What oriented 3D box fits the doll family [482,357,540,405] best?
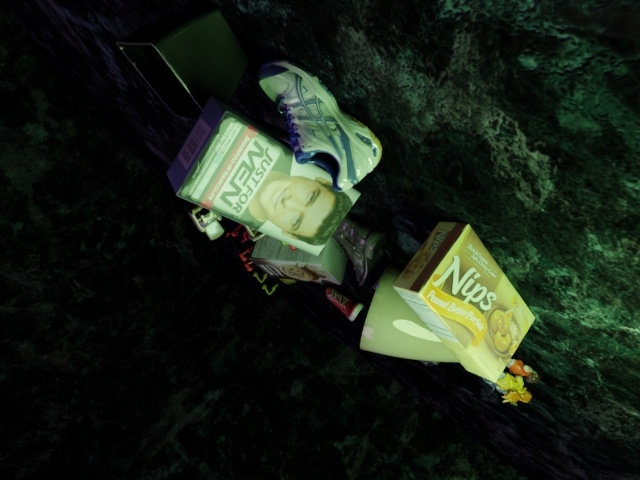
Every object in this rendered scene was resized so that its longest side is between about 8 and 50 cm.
[{"bbox_3d":[0.541,0.420,1.327,0.163,0.118,0.263,37,164,8],"label":"doll family"}]

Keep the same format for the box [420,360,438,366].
[{"bbox_3d":[0.381,0.399,1.714,0.180,0.077,0.147,37,164,12],"label":"box"}]

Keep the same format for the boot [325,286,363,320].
[{"bbox_3d":[0.100,0.281,2.029,0.176,0.088,0.244,41,168,1],"label":"boot"}]

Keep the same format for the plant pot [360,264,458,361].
[{"bbox_3d":[0.283,0.230,1.241,0.274,0.257,0.256,18,158,16],"label":"plant pot"}]

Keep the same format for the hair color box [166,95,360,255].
[{"bbox_3d":[-0.109,-0.122,0.953,0.374,0.185,0.113,25,-165,-40],"label":"hair color box"}]

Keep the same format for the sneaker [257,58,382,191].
[{"bbox_3d":[-0.023,-0.221,0.852,0.296,0.131,0.112,41,166,2],"label":"sneaker"}]

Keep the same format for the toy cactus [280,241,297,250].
[{"bbox_3d":[-0.066,-0.076,1.184,0.180,0.219,0.112,30,-148,-23],"label":"toy cactus"}]

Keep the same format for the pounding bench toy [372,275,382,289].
[{"bbox_3d":[0.227,0.166,1.477,0.083,0.052,0.065,26,159,40],"label":"pounding bench toy"}]

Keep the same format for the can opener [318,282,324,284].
[{"bbox_3d":[-0.050,0.143,2.074,0.186,0.073,0.059,31,124,18],"label":"can opener"}]

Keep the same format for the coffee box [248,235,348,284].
[{"bbox_3d":[-0.076,0.059,1.547,0.297,0.119,0.168,3,153,30],"label":"coffee box"}]

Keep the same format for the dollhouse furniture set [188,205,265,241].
[{"bbox_3d":[-0.196,-0.061,1.336,0.303,0.286,0.198,25,148,58],"label":"dollhouse furniture set"}]

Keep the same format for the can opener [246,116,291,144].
[{"bbox_3d":[-0.133,-0.234,1.127,0.283,0.095,0.076,29,160,33],"label":"can opener"}]

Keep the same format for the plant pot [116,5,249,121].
[{"bbox_3d":[-0.264,-0.374,0.916,0.187,0.167,0.188,25,158,43],"label":"plant pot"}]

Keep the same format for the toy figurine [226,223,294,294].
[{"bbox_3d":[-0.211,0.073,1.817,0.363,0.191,0.217,60,167,-16],"label":"toy figurine"}]

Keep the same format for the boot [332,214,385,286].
[{"bbox_3d":[0.073,-0.004,1.291,0.229,0.091,0.263,34,146,23],"label":"boot"}]

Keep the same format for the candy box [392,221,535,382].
[{"bbox_3d":[0.314,0.133,0.943,0.316,0.183,0.087,47,162,-23],"label":"candy box"}]
